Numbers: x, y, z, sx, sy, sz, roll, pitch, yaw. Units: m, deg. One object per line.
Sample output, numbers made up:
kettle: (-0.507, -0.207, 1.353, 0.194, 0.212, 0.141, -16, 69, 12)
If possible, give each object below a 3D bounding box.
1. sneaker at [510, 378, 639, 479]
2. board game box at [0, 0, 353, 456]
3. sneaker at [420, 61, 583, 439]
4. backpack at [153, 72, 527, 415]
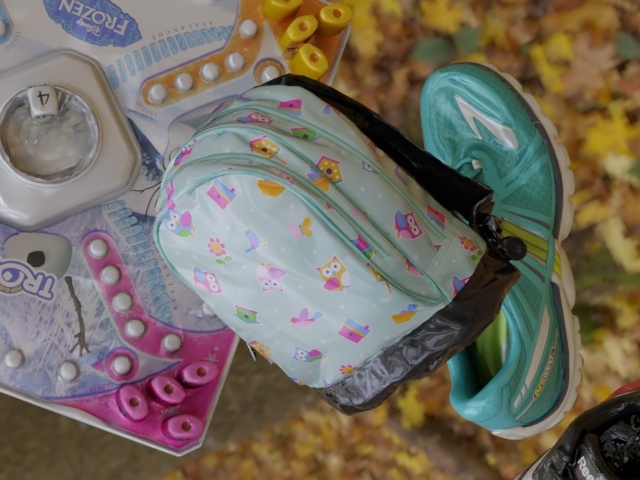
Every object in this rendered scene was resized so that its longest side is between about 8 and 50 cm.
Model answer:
sneaker: (0.210, 0.219, 1.464, 0.097, 0.276, 0.135, 48, -176, 13)
board game box: (-0.209, -0.081, 1.332, 0.390, 0.390, 0.050, 21, 165, -8)
sneaker: (0.117, 0.001, 1.213, 0.107, 0.110, 0.275, -20, 72, 37)
backpack: (0.000, 0.000, 0.942, 0.182, 0.115, 0.152, 45, 122, -11)
